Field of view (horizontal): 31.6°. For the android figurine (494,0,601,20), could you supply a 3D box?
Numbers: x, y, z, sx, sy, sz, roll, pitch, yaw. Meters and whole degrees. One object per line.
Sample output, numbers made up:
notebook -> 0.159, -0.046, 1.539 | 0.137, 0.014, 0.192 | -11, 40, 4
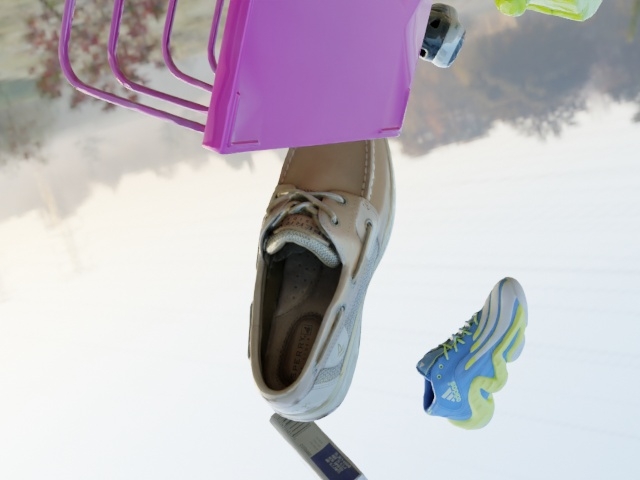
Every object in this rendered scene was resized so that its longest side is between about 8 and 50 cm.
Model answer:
android figurine -> 0.176, -0.253, 0.712 | 0.056, 0.248, 0.273 | 21, -120, 25

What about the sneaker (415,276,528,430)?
sneaker -> 0.213, 0.163, 1.628 | 0.126, 0.240, 0.091 | 8, -166, -21

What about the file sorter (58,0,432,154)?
file sorter -> -0.051, -0.202, 0.940 | 0.182, 0.202, 0.291 | 21, -163, 26

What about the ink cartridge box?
ink cartridge box -> 0.047, 0.320, 1.375 | 0.045, 0.224, 0.223 | -38, -153, -10

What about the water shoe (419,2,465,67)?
water shoe -> 0.126, -0.269, 1.404 | 0.080, 0.073, 0.203 | 25, -168, -11

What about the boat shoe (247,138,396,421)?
boat shoe -> 0.000, 0.000, 1.100 | 0.122, 0.341, 0.110 | 1, 163, 16
